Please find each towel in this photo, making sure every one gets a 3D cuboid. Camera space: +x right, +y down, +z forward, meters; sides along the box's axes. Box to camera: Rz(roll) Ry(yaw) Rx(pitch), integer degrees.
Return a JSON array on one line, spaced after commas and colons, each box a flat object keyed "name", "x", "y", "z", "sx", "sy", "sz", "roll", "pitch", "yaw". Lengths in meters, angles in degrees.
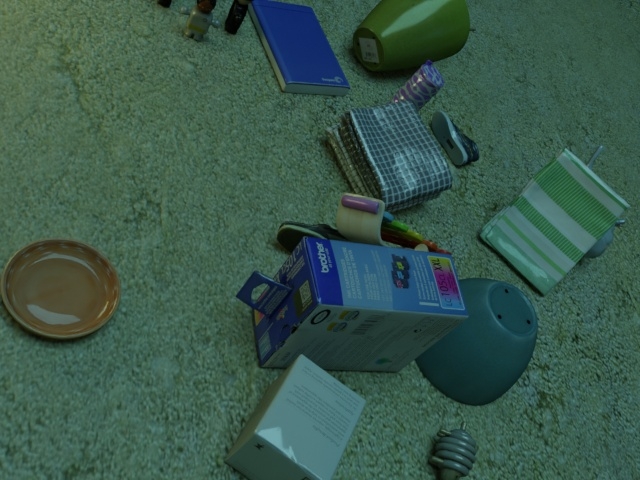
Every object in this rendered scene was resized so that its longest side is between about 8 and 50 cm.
[{"name": "towel", "x": 0.622, "y": -0.052, "z": 1.774, "sx": 0.248, "sy": 0.325, "sz": 0.038, "roll": 43, "pitch": 8, "yaw": 4}, {"name": "towel", "x": 0.179, "y": -0.220, "z": 1.687, "sx": 0.235, "sy": 0.121, "sz": 0.283, "roll": -19, "pitch": 77, "yaw": -26}]

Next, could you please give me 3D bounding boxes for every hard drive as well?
[{"name": "hard drive", "x": -0.062, "y": -0.546, "z": 1.873, "sx": 0.210, "sy": 0.040, "sz": 0.318, "roll": -5, "pitch": 61, "yaw": -34}]

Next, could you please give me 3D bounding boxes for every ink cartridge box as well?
[{"name": "ink cartridge box", "x": 0.043, "y": 0.133, "z": 1.287, "sx": 0.395, "sy": 0.270, "sz": 0.151, "roll": 6, "pitch": 53, "yaw": -28}]

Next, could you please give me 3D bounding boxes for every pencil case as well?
[{"name": "pencil case", "x": 0.249, "y": -0.399, "z": 1.851, "sx": 0.086, "sy": 0.206, "sz": 0.088, "roll": 22, "pitch": 45, "yaw": -34}]

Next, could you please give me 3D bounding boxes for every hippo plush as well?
[{"name": "hippo plush", "x": 0.742, "y": -0.075, "z": 1.951, "sx": 0.236, "sy": 0.234, "sz": 0.294, "roll": 50, "pitch": 47, "yaw": -27}]

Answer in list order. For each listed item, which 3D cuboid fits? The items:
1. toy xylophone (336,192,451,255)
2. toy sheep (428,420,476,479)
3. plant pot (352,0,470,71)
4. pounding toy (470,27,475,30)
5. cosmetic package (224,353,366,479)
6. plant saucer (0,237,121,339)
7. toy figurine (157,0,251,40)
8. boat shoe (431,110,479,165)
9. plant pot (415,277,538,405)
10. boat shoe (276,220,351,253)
[{"name": "toy xylophone", "x": 0.177, "y": 0.004, "z": 1.465, "sx": 0.323, "sy": 0.236, "sz": 0.081, "roll": 36, "pitch": 75, "yaw": -58}, {"name": "toy sheep", "x": 0.272, "y": 0.426, "z": 1.342, "sx": 0.091, "sy": 0.091, "sz": 0.132, "roll": 29, "pitch": 66, "yaw": -11}, {"name": "plant pot", "x": 0.249, "y": -0.628, "z": 1.999, "sx": 0.293, "sy": 0.275, "sz": 0.275, "roll": -35, "pitch": 79, "yaw": -26}, {"name": "pounding toy", "x": 0.405, "y": -0.681, "z": 2.187, "sx": 0.130, "sy": 0.141, "sz": 0.100, "roll": 50, "pitch": 47, "yaw": 9}, {"name": "cosmetic package", "x": -0.043, "y": 0.336, "z": 1.169, "sx": 0.151, "sy": 0.151, "sz": 0.183, "roll": 37, "pitch": 46, "yaw": -2}, {"name": "plant saucer", "x": -0.457, "y": 0.088, "z": 1.175, "sx": 0.200, "sy": 0.037, "sz": 0.200, "roll": 16, "pitch": 52, "yaw": -21}, {"name": "toy figurine", "x": -0.297, "y": -0.645, "z": 1.727, "sx": 0.209, "sy": 0.148, "sz": 0.213, "roll": -28, "pitch": 76, "yaw": -41}, {"name": "boat shoe", "x": 0.400, "y": -0.304, "z": 1.969, "sx": 0.083, "sy": 0.065, "sz": 0.183, "roll": -13, "pitch": 72, "yaw": -38}, {"name": "plant pot", "x": 0.368, "y": 0.197, "z": 1.491, "sx": 0.290, "sy": 0.195, "sz": 0.290, "roll": 16, "pitch": 51, "yaw": -21}, {"name": "boat shoe", "x": 0.001, "y": 0.000, "z": 1.495, "sx": 0.223, "sy": 0.080, "sz": 0.073, "roll": 19, "pitch": 44, "yaw": -25}]
